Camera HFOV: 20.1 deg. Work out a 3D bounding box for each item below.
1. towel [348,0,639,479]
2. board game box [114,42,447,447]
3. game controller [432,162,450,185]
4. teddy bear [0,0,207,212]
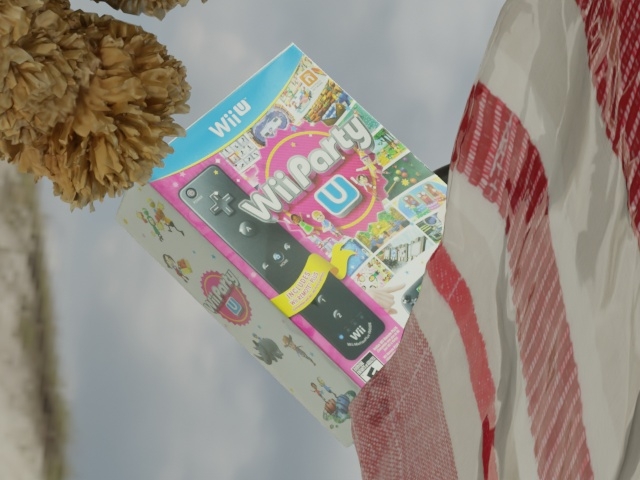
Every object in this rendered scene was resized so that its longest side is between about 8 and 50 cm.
[{"bbox_3d":[0.061,0.015,0.472,0.237,0.037,0.329,-92,-166,-52],"label":"towel"},{"bbox_3d":[0.000,0.000,1.648,0.224,0.303,0.097,-43,171,-31],"label":"board game box"},{"bbox_3d":[0.261,-0.104,1.974,0.319,0.166,0.067,-22,-109,54],"label":"game controller"},{"bbox_3d":[-0.182,-0.135,0.708,0.245,0.338,0.113,-56,-155,-9],"label":"teddy bear"}]
